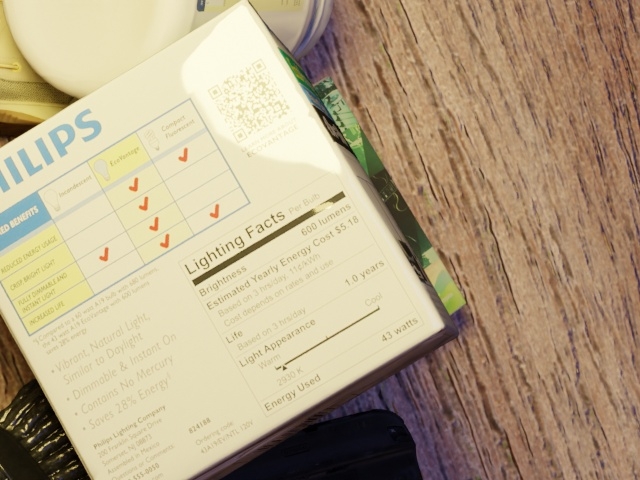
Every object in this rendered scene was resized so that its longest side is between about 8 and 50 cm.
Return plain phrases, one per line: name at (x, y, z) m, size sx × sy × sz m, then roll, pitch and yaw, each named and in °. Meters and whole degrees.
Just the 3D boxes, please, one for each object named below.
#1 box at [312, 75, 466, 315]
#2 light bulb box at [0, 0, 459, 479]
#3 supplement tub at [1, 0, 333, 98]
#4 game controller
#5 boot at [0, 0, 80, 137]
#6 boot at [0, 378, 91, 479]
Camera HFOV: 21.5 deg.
box at (0.000, 0.000, 1.952) m, size 0.232 × 0.058 × 0.322 m, roll -34°, pitch 96°, yaw -30°
light bulb box at (-0.110, 0.024, 1.630) m, size 0.358 × 0.225 × 0.361 m, roll -31°, pitch 81°, yaw 4°
supplement tub at (-0.151, -0.270, 1.783) m, size 0.325 × 0.235 × 0.235 m, roll -13°, pitch 83°, yaw -58°
game controller at (-0.021, 0.294, 1.868) m, size 0.319 × 0.067 × 0.166 m, roll -11°, pitch 88°, yaw -29°
boot at (-0.358, -0.223, 1.789) m, size 0.262 × 0.095 × 0.203 m, roll 8°, pitch 75°, yaw -33°
boot at (-0.365, 0.212, 1.658) m, size 0.260 × 0.131 × 0.348 m, roll -44°, pitch 110°, yaw -22°
